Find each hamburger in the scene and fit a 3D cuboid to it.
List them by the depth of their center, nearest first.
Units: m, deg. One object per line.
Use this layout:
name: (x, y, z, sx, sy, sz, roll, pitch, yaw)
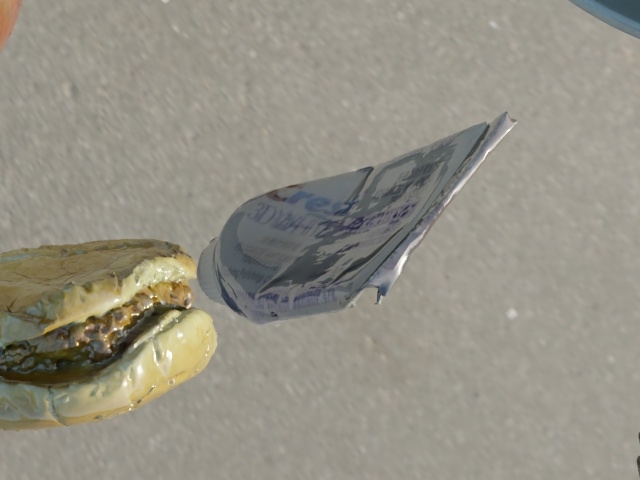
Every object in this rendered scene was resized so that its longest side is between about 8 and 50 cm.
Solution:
hamburger: (-0.228, 0.083, 1.722, 0.283, 0.259, 0.144, -33, 114, -57)

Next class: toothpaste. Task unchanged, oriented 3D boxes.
toothpaste: (0.000, 0.002, 0.964, 0.068, 0.282, 0.099, 14, 77, -19)

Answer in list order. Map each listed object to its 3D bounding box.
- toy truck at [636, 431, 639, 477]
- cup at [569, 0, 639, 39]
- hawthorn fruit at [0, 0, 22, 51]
toy truck: (0.261, 0.180, 1.186, 0.125, 0.242, 0.101, -8, 108, 16)
cup: (0.212, -0.304, 0.919, 0.274, 0.259, 0.356, -53, 132, -28)
hawthorn fruit: (-0.280, -0.156, 0.903, 0.242, 0.242, 0.271, -39, 114, -2)
